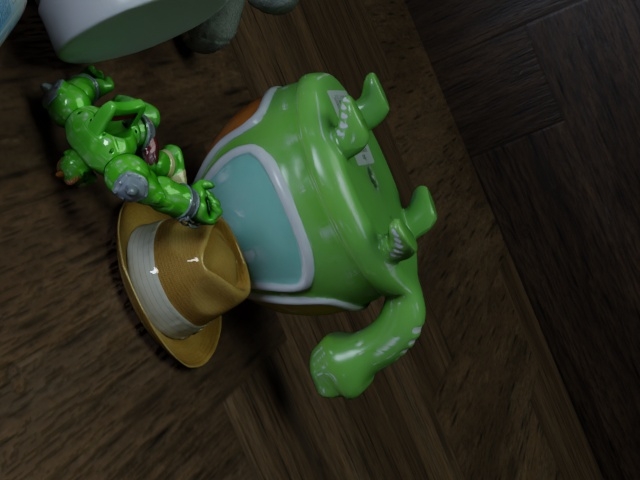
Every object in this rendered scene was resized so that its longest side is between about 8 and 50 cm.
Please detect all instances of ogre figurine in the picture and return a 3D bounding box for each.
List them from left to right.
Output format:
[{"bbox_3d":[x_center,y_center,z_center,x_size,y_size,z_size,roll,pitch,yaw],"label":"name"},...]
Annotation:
[{"bbox_3d":[-0.182,-0.090,1.161,0.118,0.097,0.197,1,63,-64],"label":"ogre figurine"}]

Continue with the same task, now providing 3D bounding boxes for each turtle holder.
[{"bbox_3d":[-0.002,-0.015,1.408,0.320,0.227,0.243,59,18,-29],"label":"turtle holder"}]

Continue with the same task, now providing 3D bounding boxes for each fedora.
[{"bbox_3d":[-0.121,0.028,1.241,0.194,0.079,0.194,56,21,-35],"label":"fedora"}]

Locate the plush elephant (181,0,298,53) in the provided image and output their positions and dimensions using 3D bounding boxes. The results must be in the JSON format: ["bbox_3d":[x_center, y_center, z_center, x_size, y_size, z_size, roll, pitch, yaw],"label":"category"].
[{"bbox_3d":[-0.156,-0.402,1.429,0.272,0.255,0.330,7,-96,66],"label":"plush elephant"}]

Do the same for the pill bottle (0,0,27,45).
[{"bbox_3d":[-0.283,-0.166,0.967,0.087,0.087,0.160,60,19,-26],"label":"pill bottle"}]

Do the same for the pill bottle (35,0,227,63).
[{"bbox_3d":[-0.225,-0.362,1.184,0.361,0.204,0.204,68,17,2],"label":"pill bottle"}]
